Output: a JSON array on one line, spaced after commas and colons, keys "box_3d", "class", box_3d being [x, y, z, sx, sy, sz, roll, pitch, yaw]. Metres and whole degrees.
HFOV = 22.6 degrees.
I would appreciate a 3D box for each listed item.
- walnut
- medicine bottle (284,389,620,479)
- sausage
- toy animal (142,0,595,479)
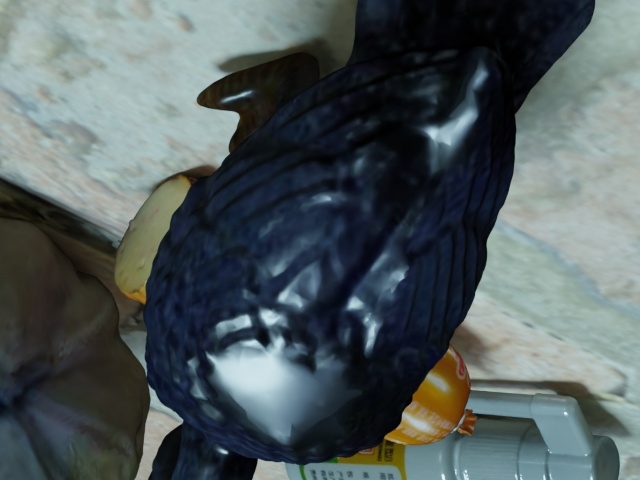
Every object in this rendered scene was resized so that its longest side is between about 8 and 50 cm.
[{"box_3d": [-0.229, 0.099, 0.943, 0.248, 0.248, 0.248, 15, 155, 7], "class": "walnut"}, {"box_3d": [0.074, 0.124, 0.994, 0.221, 0.061, 0.092, -3, 129, 36], "class": "medicine bottle"}, {"box_3d": [0.001, 0.049, 0.869, 0.234, 0.071, 0.071, 32, 152, -28], "class": "sausage"}, {"box_3d": [0.000, 0.000, 0.639, 0.122, 0.185, 0.298, 29, 135, -13], "class": "toy animal"}]
